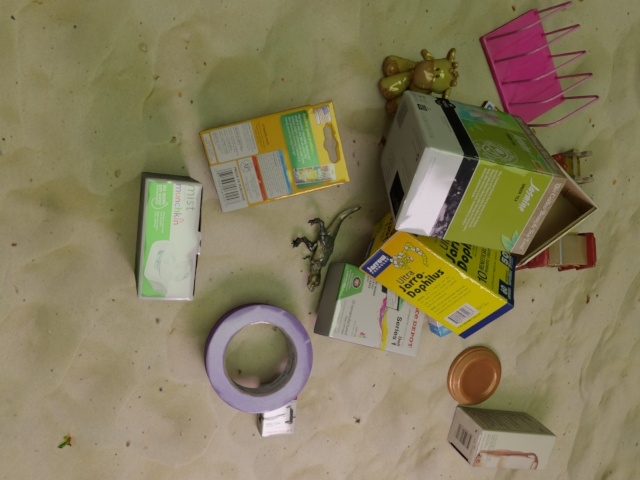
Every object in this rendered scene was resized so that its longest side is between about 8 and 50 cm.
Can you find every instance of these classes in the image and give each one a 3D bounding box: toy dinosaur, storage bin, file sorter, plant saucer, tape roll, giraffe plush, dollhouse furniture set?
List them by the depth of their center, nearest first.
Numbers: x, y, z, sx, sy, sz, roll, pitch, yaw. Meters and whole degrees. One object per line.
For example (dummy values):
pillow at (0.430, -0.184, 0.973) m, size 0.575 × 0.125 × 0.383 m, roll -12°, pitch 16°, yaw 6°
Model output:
tape roll at (-0.162, 0.302, 1.409) m, size 0.274 × 0.090 × 0.275 m, roll 1°, pitch 88°, yaw -16°
giraffe plush at (0.280, -0.420, 1.418) m, size 0.210 × 0.170 × 0.182 m, roll -24°, pitch 107°, yaw -14°
toy dinosaur at (0.000, 0.000, 1.461) m, size 0.118 × 0.064 × 0.268 m, roll 29°, pitch 87°, yaw -29°
file sorter at (0.628, -0.488, 1.523) m, size 0.202 × 0.182 × 0.291 m, roll -31°, pitch 109°, yaw -11°
storage bin at (0.573, -0.098, 1.525) m, size 0.260 × 0.123 × 0.262 m, roll -37°, pitch 73°, yaw 2°
dollhouse furniture set at (0.714, -0.092, 1.671) m, size 0.201 × 0.152 × 0.374 m, roll 4°, pitch 81°, yaw -20°
plant saucer at (0.501, 0.439, 1.732) m, size 0.199 × 0.037 × 0.200 m, roll -4°, pitch 101°, yaw -19°

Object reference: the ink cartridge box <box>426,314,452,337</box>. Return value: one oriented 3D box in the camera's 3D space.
ink cartridge box at (0.370, 0.186, 1.624) m, size 0.104 × 0.060 × 0.180 m, roll -21°, pitch 106°, yaw -14°

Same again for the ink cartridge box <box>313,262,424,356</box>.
ink cartridge box at (0.145, 0.192, 1.495) m, size 0.278 × 0.117 × 0.202 m, roll 17°, pitch 80°, yaw -21°

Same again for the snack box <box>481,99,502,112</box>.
snack box at (0.463, -0.317, 1.583) m, size 0.064 × 0.022 × 0.178 m, roll 32°, pitch 89°, yaw -21°

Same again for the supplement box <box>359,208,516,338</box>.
supplement box at (0.315, 0.061, 1.430) m, size 0.356 × 0.195 × 0.194 m, roll 33°, pitch 44°, yaw -9°

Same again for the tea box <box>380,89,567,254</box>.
tea box at (0.339, -0.170, 1.289) m, size 0.323 × 0.329 × 0.220 m, roll 11°, pitch 125°, yaw -10°

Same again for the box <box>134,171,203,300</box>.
box at (-0.350, -0.016, 1.238) m, size 0.126 × 0.231 × 0.262 m, roll 4°, pitch 99°, yaw -20°

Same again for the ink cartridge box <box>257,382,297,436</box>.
ink cartridge box at (-0.120, 0.470, 1.505) m, size 0.099 × 0.056 × 0.135 m, roll 1°, pitch 99°, yaw -20°

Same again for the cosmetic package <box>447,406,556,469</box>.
cosmetic package at (0.581, 0.637, 1.738) m, size 0.296 × 0.153 × 0.129 m, roll 12°, pitch 98°, yaw -20°

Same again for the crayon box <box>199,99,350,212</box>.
crayon box at (-0.107, -0.206, 1.321) m, size 0.322 × 0.083 × 0.203 m, roll -13°, pitch 105°, yaw 2°
